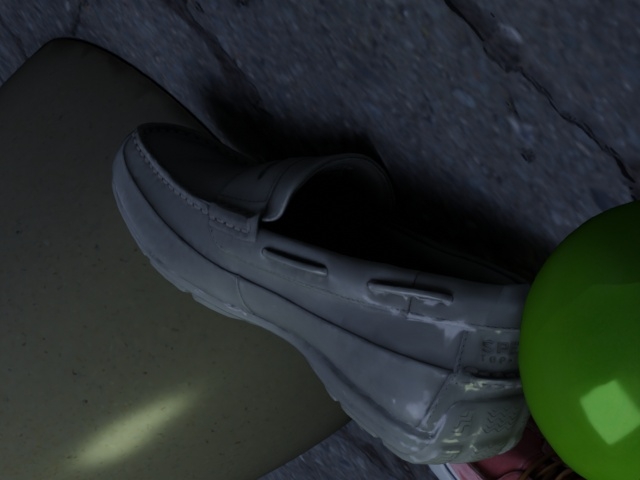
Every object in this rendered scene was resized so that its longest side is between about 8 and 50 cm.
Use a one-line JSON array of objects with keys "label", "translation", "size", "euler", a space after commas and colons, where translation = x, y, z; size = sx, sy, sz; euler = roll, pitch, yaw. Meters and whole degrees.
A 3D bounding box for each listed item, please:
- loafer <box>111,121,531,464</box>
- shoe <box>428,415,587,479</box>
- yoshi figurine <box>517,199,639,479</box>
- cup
[{"label": "loafer", "translation": [0.000, 0.000, 1.022], "size": [0.319, 0.112, 0.111], "euler": [33, 119, 39]}, {"label": "shoe", "translation": [0.129, 0.132, 1.025], "size": [0.178, 0.063, 0.081], "euler": [44, 158, 1]}, {"label": "yoshi figurine", "translation": [0.170, 0.039, 0.602], "size": [0.362, 0.203, 0.203], "euler": [139, 116, -68]}, {"label": "cup", "translation": [-0.170, 0.069, 1.276], "size": [0.331, 0.237, 0.331], "euler": [42, 159, 20]}]
